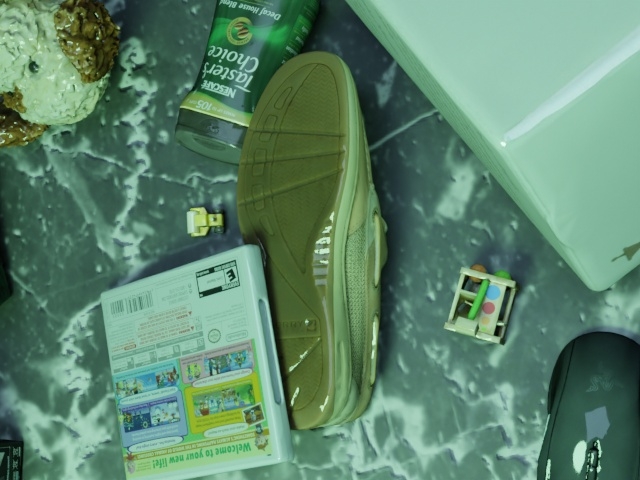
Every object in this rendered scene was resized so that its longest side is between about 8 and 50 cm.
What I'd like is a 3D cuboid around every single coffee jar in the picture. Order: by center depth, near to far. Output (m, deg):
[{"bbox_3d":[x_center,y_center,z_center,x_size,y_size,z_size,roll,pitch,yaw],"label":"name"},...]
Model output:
[{"bbox_3d":[-0.071,-0.164,1.276,0.096,0.079,0.184,17,88,14],"label":"coffee jar"}]

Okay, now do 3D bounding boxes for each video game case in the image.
[{"bbox_3d":[-0.119,0.121,1.231,0.212,0.023,0.193,-18,78,41],"label":"video game case"}]

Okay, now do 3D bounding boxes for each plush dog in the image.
[{"bbox_3d":[-0.295,-0.210,1.295,0.225,0.211,0.262,55,139,1],"label":"plush dog"}]

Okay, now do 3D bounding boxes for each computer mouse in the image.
[{"bbox_3d":[0.272,0.217,1.162,0.184,0.060,0.262,12,86,15],"label":"computer mouse"}]

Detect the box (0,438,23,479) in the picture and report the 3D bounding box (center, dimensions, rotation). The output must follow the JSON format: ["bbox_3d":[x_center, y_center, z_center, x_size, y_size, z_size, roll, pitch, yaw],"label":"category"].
[{"bbox_3d":[-0.358,0.335,1.198,0.077,0.242,0.307,0,84,13],"label":"box"}]

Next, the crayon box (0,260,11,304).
[{"bbox_3d":[-0.488,0.000,1.316,0.319,0.081,0.202,-9,104,12],"label":"crayon box"}]

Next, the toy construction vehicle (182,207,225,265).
[{"bbox_3d":[-0.085,-0.002,1.282,0.098,0.035,0.085,-1,83,13],"label":"toy construction vehicle"}]

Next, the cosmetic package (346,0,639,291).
[{"bbox_3d":[0.197,-0.238,1.055,0.327,0.329,0.393,-39,62,5],"label":"cosmetic package"}]

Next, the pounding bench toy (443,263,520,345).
[{"bbox_3d":[0.145,0.055,1.198,0.052,0.083,0.065,15,88,14],"label":"pounding bench toy"}]

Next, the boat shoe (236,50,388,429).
[{"bbox_3d":[0.000,0.000,1.227,0.122,0.110,0.341,2,87,35],"label":"boat shoe"}]
